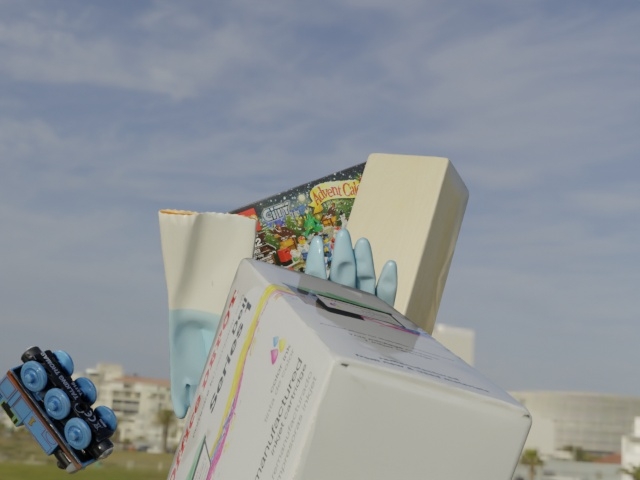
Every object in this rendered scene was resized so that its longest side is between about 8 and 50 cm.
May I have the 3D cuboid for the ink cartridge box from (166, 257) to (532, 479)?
[{"bbox_3d":[-0.007,0.140,0.600,0.117,0.201,0.278,18,5,-16],"label":"ink cartridge box"}]

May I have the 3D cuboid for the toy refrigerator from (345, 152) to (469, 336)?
[{"bbox_3d":[0.079,0.043,1.087,0.102,0.269,0.094,6,-23,29],"label":"toy refrigerator"}]

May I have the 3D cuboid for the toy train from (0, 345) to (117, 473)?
[{"bbox_3d":[-0.350,0.229,1.294,0.105,0.184,0.080,-47,-13,26],"label":"toy train"}]

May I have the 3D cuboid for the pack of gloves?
[{"bbox_3d":[-0.038,0.093,0.802,0.195,0.232,0.046,5,29,7],"label":"pack of gloves"}]

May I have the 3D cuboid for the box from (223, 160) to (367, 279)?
[{"bbox_3d":[0.000,0.000,1.300,0.233,0.159,0.044,-22,5,-20],"label":"box"}]
